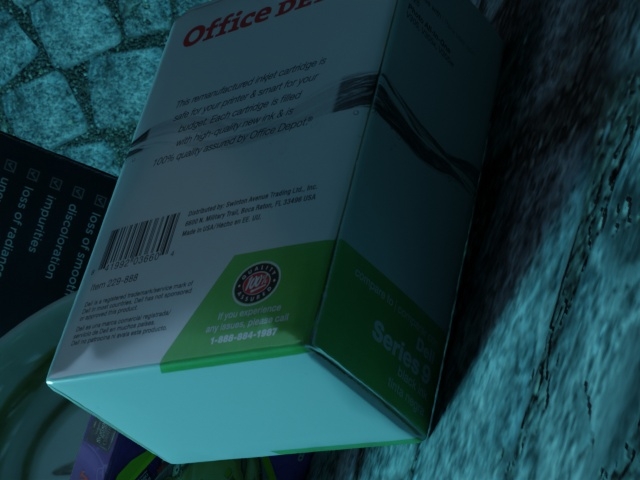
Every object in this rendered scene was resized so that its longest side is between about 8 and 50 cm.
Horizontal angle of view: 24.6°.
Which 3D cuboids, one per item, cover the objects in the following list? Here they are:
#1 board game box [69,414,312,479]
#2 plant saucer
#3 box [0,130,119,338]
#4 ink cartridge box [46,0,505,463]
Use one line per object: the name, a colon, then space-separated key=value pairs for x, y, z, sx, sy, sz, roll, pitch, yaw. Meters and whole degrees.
board game box: x=-0.081 y=0.136 z=1.104 sx=0.056 sy=0.208 sz=0.347 roll=21 pitch=93 yaw=46
plant saucer: x=-0.196 y=0.197 z=1.426 sx=0.400 sy=0.400 sz=0.100 roll=-78 pitch=-27 yaw=-45
box: x=-0.358 y=0.154 z=1.843 sx=0.297 sy=0.472 sz=0.480 roll=-12 pitch=59 yaw=65
ink cartridge box: x=-0.019 y=-0.023 z=0.904 sx=0.211 sy=0.121 sz=0.289 roll=-11 pitch=51 yaw=39
